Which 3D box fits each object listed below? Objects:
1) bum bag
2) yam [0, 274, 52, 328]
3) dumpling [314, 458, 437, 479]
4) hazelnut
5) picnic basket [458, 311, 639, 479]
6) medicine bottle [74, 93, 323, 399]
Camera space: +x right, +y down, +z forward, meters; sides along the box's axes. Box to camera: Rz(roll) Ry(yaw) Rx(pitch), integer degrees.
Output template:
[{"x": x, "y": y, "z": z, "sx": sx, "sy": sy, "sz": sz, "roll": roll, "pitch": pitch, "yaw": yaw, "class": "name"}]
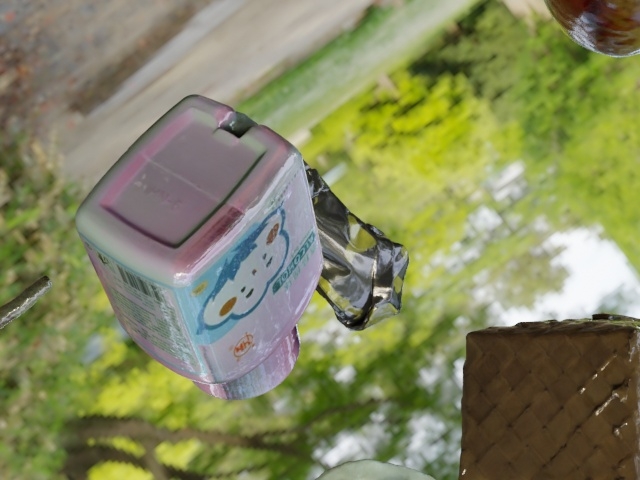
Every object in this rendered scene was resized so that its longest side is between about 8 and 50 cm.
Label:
[{"x": 0.000, "y": 0.000, "z": 1.567, "sx": 0.106, "sy": 0.232, "sz": 0.060, "roll": -49, "pitch": -161, "yaw": 5, "class": "bum bag"}, {"x": -0.373, "y": 0.113, "z": 1.600, "sx": 0.234, "sy": 0.027, "sz": 0.029, "roll": -40, "pitch": -171, "yaw": -6, "class": "yam"}, {"x": 0.068, "y": 0.310, "z": 1.566, "sx": 0.219, "sy": 0.152, "sz": 0.108, "roll": 1, "pitch": -169, "yaw": -11, "class": "dumpling"}, {"x": 0.328, "y": -0.319, "z": 1.663, "sx": 0.217, "sy": 0.217, "sz": 0.251, "roll": -39, "pitch": 156, "yaw": -39, "class": "hazelnut"}, {"x": 0.346, "y": 0.217, "z": 1.918, "sx": 0.291, "sy": 0.254, "sz": 0.321, "roll": -2, "pitch": 172, "yaw": 37, "class": "picnic basket"}, {"x": -0.063, "y": 0.017, "z": 0.929, "sx": 0.119, "sy": 0.094, "sz": 0.188, "roll": -49, "pitch": 152, "yaw": -23, "class": "medicine bottle"}]
